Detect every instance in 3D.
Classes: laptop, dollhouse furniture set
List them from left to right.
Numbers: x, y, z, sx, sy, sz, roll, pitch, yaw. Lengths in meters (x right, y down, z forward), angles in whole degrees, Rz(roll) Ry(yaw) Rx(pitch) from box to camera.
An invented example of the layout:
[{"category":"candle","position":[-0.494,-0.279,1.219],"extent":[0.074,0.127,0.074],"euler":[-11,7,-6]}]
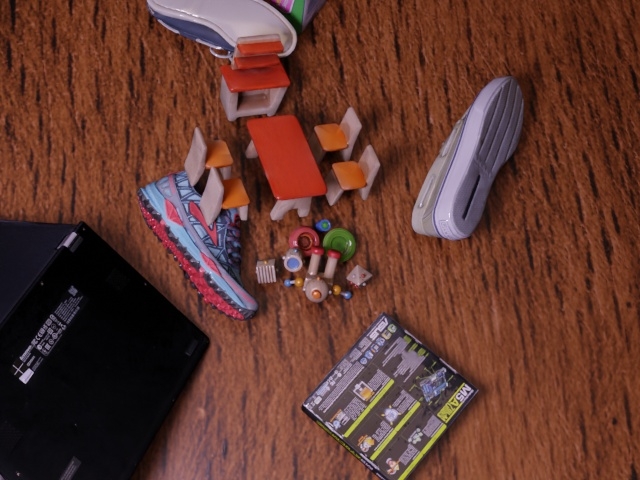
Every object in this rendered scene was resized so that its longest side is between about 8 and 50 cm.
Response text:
[{"category":"laptop","position":[-0.433,0.171,1.613],"extent":[0.408,0.236,0.382],"euler":[44,44,-16]},{"category":"dollhouse furniture set","position":[-0.068,-0.166,1.746],"extent":[0.262,0.135,0.259],"euler":[-10,59,-23]}]

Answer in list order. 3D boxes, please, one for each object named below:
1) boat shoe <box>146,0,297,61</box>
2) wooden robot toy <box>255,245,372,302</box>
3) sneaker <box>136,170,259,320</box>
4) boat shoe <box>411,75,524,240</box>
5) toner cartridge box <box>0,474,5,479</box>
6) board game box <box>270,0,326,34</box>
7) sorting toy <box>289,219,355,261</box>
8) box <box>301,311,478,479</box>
[{"category":"boat shoe","position":[-0.158,-0.342,1.865],"extent":[0.254,0.079,0.095],"euler":[17,73,4]},{"category":"wooden robot toy","position":[-0.010,0.055,1.721],"extent":[0.173,0.079,0.076],"euler":[11,113,0]},{"category":"sneaker","position":[-0.157,-0.003,1.733],"extent":[0.125,0.104,0.262],"euler":[-34,76,-17]},{"category":"boat shoe","position":[0.225,-0.134,1.809],"extent":[0.094,0.109,0.302],"euler":[2,53,42]},{"category":"toner cartridge box","position":[-0.417,0.401,1.448],"extent":[0.165,0.075,0.348],"euler":[-23,116,15]},{"category":"board game box","position":[0.018,-0.495,1.806],"extent":[0.064,0.316,0.242],"euler":[33,71,7]},{"category":"sorting toy","position":[0.000,0.000,1.781],"extent":[0.102,0.042,0.061],"euler":[8,85,-14]},{"category":"box","position":[0.100,0.231,1.700],"extent":[0.184,0.045,0.191],"euler":[40,72,7]}]
